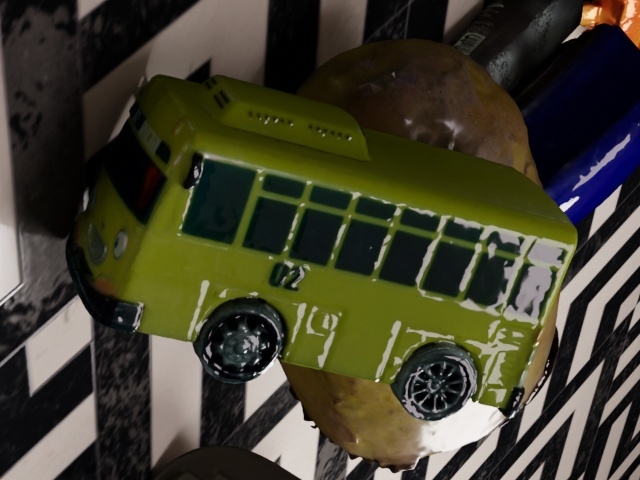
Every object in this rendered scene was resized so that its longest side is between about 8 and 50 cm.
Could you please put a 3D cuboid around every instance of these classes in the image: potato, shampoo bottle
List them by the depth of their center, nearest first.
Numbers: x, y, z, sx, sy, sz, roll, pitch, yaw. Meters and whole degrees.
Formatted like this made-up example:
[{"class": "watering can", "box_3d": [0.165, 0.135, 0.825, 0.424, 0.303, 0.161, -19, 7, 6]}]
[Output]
[{"class": "potato", "box_3d": [0.052, -0.013, 1.286, 0.229, 0.229, 0.266, -48, 153, -23]}, {"class": "shampoo bottle", "box_3d": [0.159, -0.172, 1.488, 0.208, 0.057, 0.063, -45, 145, -33]}]

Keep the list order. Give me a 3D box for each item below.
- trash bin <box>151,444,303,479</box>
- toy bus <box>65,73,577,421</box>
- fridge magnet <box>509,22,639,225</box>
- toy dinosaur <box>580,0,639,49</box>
[{"class": "trash bin", "box_3d": [-0.044, 0.295, 1.504, 0.219, 0.220, 0.250, -55, 167, -5]}, {"class": "toy bus", "box_3d": [0.000, 0.000, 1.105, 0.262, 0.128, 0.150, 14, 108, -22]}, {"class": "fridge magnet", "box_3d": [0.181, -0.073, 1.512, 0.265, 0.113, 0.265, -41, -174, 5]}, {"class": "toy dinosaur", "box_3d": [0.270, -0.227, 1.649, 0.117, 0.070, 0.288, -27, 139, -53]}]
